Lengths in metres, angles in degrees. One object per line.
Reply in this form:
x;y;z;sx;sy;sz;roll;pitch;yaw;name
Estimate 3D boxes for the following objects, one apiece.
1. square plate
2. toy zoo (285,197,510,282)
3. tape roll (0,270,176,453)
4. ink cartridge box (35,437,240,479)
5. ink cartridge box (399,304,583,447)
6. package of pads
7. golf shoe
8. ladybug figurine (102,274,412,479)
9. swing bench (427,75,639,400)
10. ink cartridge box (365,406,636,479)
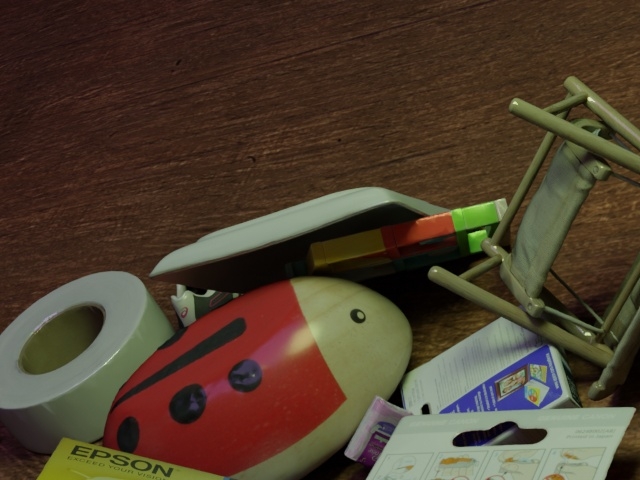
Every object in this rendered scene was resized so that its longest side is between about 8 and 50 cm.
0.000;0.000;2.073;0.344;0.347;0.049;-18;78;22;square plate
0.099;0.011;2.031;0.293;0.030;0.192;-13;-12;4;toy zoo
-0.353;0.175;2.302;0.286;0.100;0.286;-22;32;15;tape roll
-0.156;0.298;1.712;0.303;0.072;0.307;13;20;2;ink cartridge box
0.195;0.181;1.853;0.208;0.045;0.206;-32;29;16;ink cartridge box
0.069;0.229;1.868;0.083;0.050;0.032;-61;19;4;package of pads
-0.144;0.049;2.284;0.105;0.120;0.273;-20;31;21;golf shoe
-0.101;0.189;1.980;0.449;0.162;0.305;-34;29;3;ladybug figurine
0.299;-0.005;1.778;0.254;0.253;0.165;36;31;20;swing bench
0.152;0.339;1.648;0.308;0.091;0.385;-7;35;36;ink cartridge box
